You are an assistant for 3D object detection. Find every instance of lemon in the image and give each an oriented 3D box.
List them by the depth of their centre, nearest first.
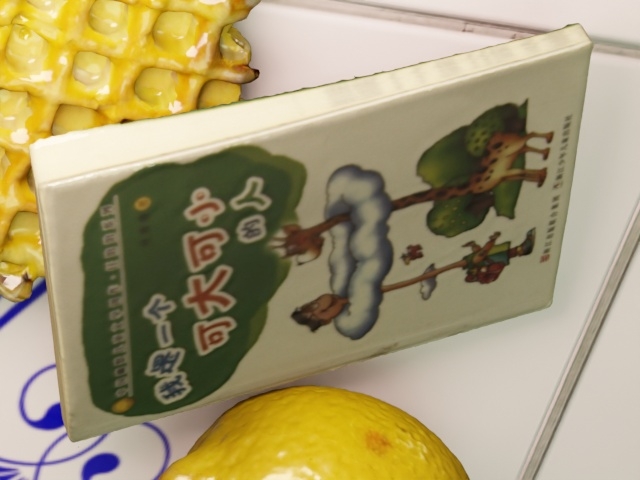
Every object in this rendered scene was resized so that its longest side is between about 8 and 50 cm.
[{"bbox_3d":[0.000,0.217,1.281,0.228,0.228,0.253,-37,125,11],"label":"lemon"}]

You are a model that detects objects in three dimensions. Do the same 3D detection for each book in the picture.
[{"bbox_3d":[0.000,0.000,1.191,0.371,0.043,0.260,-15,138,-15],"label":"book"}]

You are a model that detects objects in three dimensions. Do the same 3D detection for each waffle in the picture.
[{"bbox_3d":[-0.194,-0.091,1.101,0.329,0.062,0.329,-9,127,-12],"label":"waffle"}]
